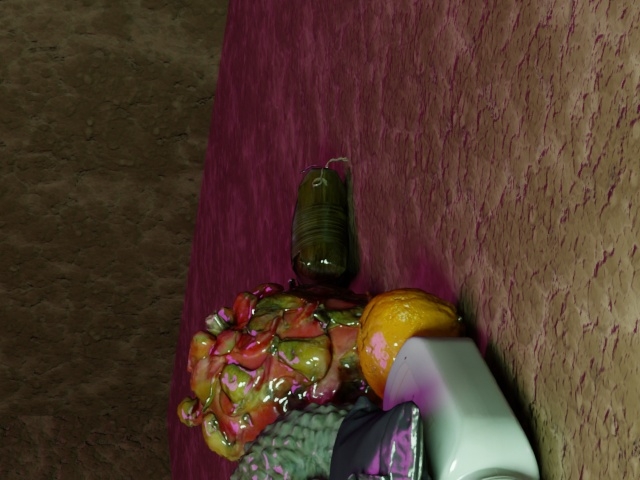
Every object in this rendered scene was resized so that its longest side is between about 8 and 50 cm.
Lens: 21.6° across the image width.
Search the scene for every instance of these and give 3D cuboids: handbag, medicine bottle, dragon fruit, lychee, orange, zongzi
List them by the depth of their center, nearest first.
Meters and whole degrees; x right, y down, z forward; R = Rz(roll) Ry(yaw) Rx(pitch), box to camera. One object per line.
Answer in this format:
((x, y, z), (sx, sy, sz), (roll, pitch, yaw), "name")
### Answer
((0.053, 0.275, 1.575), (0.211, 0.089, 0.254), (164, 113, -76), "handbag")
((0.141, 0.218, 1.631), (0.296, 0.111, 0.161), (-111, 25, -66), "medicine bottle")
((0.100, 0.115, 1.815), (0.135, 0.117, 0.135), (42, -143, -42), "orange")
((0.020, 0.315, 1.924), (0.274, 0.255, 0.255), (57, -155, -60), "lychee")
((-0.053, 0.200, 2.175), (0.314, 0.263, 0.296), (-169, 79, -78), "dragon fruit")
((0.000, 0.000, 2.417), (0.184, 0.084, 0.187), (92, 180, -62), "zongzi")
